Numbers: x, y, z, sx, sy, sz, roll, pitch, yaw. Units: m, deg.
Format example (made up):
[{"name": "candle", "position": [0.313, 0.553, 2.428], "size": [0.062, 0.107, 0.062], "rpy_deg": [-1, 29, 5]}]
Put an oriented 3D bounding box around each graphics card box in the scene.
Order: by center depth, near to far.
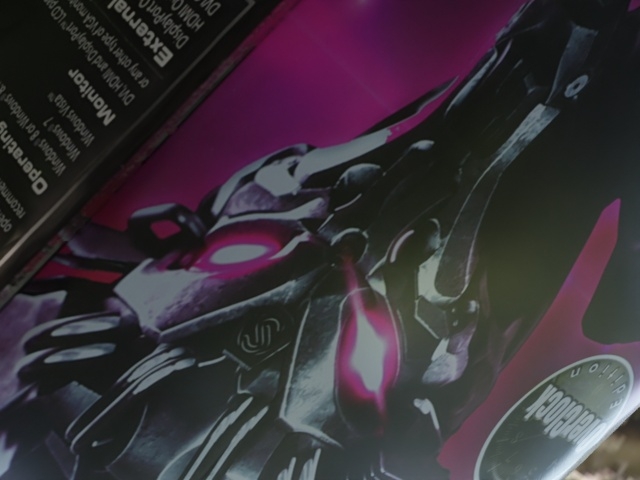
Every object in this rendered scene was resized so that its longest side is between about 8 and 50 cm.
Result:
[{"name": "graphics card box", "position": [0.000, 0.000, 0.419], "size": [0.094, 0.371, 0.233], "rpy_deg": [48, -174, 38]}]
